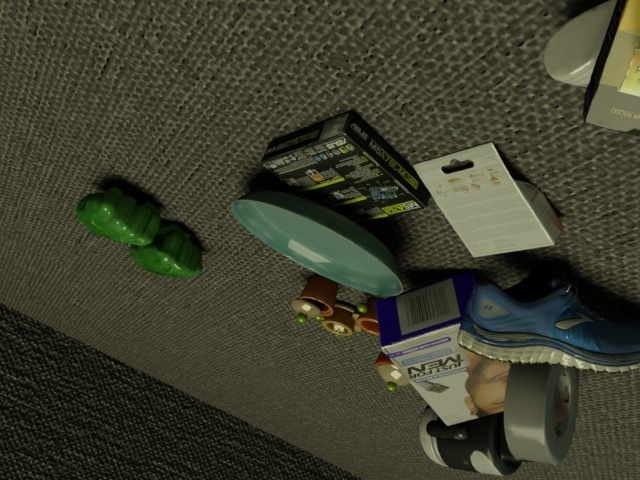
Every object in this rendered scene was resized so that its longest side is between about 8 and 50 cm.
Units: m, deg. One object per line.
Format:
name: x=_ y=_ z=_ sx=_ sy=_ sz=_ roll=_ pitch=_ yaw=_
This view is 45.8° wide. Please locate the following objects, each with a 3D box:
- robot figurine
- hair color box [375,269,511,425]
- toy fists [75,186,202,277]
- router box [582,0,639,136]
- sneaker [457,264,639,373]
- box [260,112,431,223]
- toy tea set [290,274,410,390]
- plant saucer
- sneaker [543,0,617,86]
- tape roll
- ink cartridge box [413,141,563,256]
robot figurine: x=0.359 y=0.438 z=1.729 sx=0.278 sy=0.173 sz=0.209 roll=-6 pitch=124 yaw=43
hair color box: x=0.252 y=0.208 z=1.383 sx=0.185 sy=0.110 sz=0.339 roll=-20 pitch=138 yaw=19
toy fists: x=-0.347 y=-0.011 z=1.513 sx=0.142 sy=0.096 sz=0.279 roll=10 pitch=154 yaw=44
router box: x=0.386 y=-0.172 z=0.562 sx=0.309 sy=0.081 sz=0.243 roll=16 pitch=123 yaw=11
sneaker: x=0.376 y=0.116 z=1.158 sx=0.330 sy=0.147 sz=0.130 roll=7 pitch=-176 yaw=-16
box: x=0.037 y=-0.097 z=1.121 sx=0.184 sy=0.045 sz=0.191 roll=35 pitch=150 yaw=-31
toy tea set: x=0.090 y=0.200 z=1.535 sx=0.336 sy=0.124 sz=0.200 roll=23 pitch=153 yaw=-2
plant saucer: x=0.000 y=0.000 z=1.266 sx=0.317 sy=0.044 sz=0.317 roll=25 pitch=165 yaw=7
sneaker: x=0.320 y=-0.203 z=0.701 sx=0.094 sy=0.080 sz=0.212 roll=13 pitch=157 yaw=-40
tape roll: x=0.400 y=0.287 z=1.361 sx=0.072 sy=0.219 sz=0.219 roll=1 pitch=147 yaw=33
ink cartridge box: x=0.234 y=-0.061 z=1.065 sx=0.145 sy=0.045 sz=0.179 roll=-12 pitch=119 yaw=49
